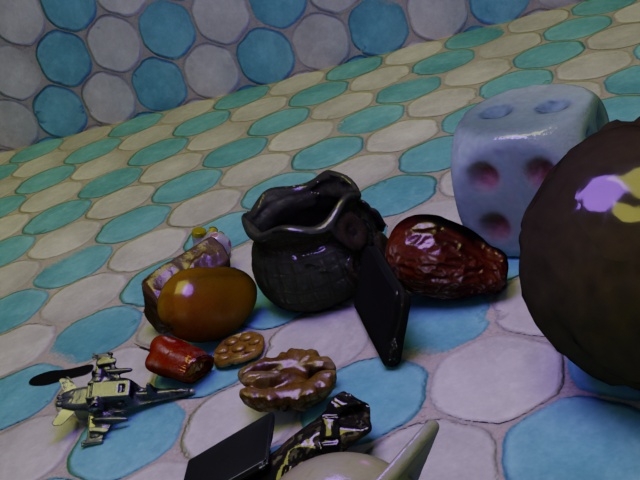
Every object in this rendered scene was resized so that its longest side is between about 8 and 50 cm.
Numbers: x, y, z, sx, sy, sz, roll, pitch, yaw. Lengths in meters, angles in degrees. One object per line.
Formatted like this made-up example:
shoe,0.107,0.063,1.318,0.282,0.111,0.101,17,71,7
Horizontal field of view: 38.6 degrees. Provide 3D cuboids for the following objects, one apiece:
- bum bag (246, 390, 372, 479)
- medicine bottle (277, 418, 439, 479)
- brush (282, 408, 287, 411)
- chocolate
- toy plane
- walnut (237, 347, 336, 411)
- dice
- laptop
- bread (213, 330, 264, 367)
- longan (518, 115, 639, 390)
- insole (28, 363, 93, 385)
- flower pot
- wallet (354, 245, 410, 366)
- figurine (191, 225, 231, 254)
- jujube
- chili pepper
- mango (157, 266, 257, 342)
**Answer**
bum bag,-0.023,0.326,1.394,0.248,0.069,0.102,-39,43,-9
medicine bottle,0.000,0.390,1.046,0.236,0.235,0.406,7,36,44
brush,-0.058,0.272,1.598,0.024,0.008,0.083,-8,26,11
chocolate,-0.276,0.099,1.954,0.214,0.148,0.093,-32,64,-27
toy plane,-0.366,0.284,1.698,0.262,0.088,0.192,-11,53,10
walnut,-0.055,0.245,1.565,0.170,0.069,0.143,-7,26,-2
dice,0.425,-0.141,1.805,0.262,0.268,0.264,-2,29,31
laptop,-0.147,0.350,1.433,0.180,0.016,0.129,-32,21,17
bread,-0.159,0.212,1.774,0.110,0.024,0.110,-15,24,7
longan,0.501,0.005,1.319,0.436,0.404,0.404,-30,27,-16
insole,-0.547,0.283,1.925,0.153,0.002,0.053,-14,25,11
flower pot,0.000,0.000,1.876,0.302,0.213,0.302,-16,25,8
wallet,0.112,0.112,1.658,0.044,0.149,0.250,4,19,-13
figurine,-0.262,0.038,2.136,0.129,0.109,0.178,-51,22,-2
jujube,0.239,0.036,1.716,0.236,0.168,0.168,12,35,20
chili pepper,-0.294,0.225,1.768,0.192,0.086,0.084,14,59,36
mango,-0.223,0.128,1.837,0.221,0.151,0.120,1,0,-40
